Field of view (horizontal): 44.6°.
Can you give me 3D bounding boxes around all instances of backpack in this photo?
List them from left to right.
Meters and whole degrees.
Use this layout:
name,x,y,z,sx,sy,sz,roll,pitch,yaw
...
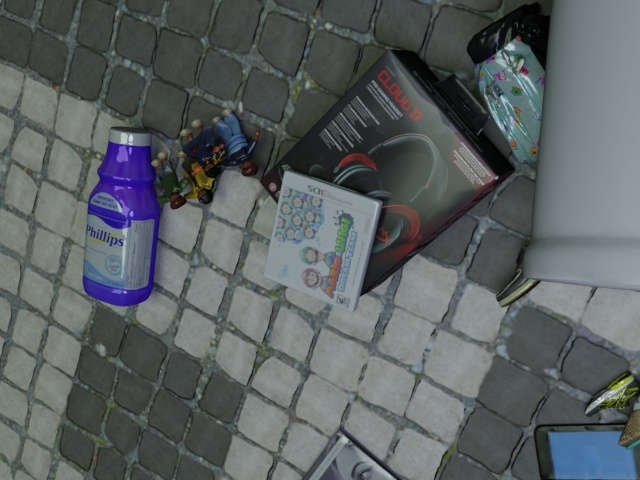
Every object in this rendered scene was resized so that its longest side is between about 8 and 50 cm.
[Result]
name,x,y,z,sx,sy,sz,roll,pitch,yaw
backpack,0.256,-0.187,0.954,0.115,0.152,0.182,-26,100,33

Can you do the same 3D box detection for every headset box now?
name,x,y,z,sx,sy,sz,roll,pitch,yaw
headset box,0.096,-0.097,1.051,0.293,0.110,0.218,-42,81,26

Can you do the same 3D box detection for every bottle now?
name,x,y,z,sx,sy,sz,roll,pitch,yaw
bottle,-0.319,-0.040,1.266,0.118,0.092,0.283,17,106,26

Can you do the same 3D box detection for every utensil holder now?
name,x,y,z,sx,sy,sz,roll,pitch,yaw
utensil holder,0.375,-0.139,0.763,0.327,0.327,0.386,3,87,25

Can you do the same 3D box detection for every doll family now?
name,x,y,z,sx,sy,sz,roll,pitch,yaw
doll family,-0.172,-0.114,1.193,0.193,0.076,0.111,-40,63,30

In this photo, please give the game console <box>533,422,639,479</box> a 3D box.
name,x,y,z,sx,sy,sz,roll,pitch,yaw
game console,0.355,0.317,1.028,0.144,0.124,0.085,-8,123,27

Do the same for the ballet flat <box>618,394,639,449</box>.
name,x,y,z,sx,sy,sz,roll,pitch,yaw
ballet flat,0.449,0.184,0.971,0.206,0.073,0.067,-37,72,18

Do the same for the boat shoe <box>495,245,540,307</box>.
name,x,y,z,sx,sy,sz,roll,pitch,yaw
boat shoe,0.283,0.025,1.024,0.152,0.056,0.049,-45,75,15

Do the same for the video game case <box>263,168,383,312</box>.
name,x,y,z,sx,sy,sz,roll,pitch,yaw
video game case,0.000,0.000,1.043,0.143,0.019,0.157,20,109,22

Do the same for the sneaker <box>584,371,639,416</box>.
name,x,y,z,sx,sy,sz,roll,pitch,yaw
sneaker,0.383,0.209,1.021,0.035,0.031,0.083,48,115,9

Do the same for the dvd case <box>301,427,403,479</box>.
name,x,y,z,sx,sy,sz,roll,pitch,yaw
dvd case,0.073,0.421,1.214,0.221,0.018,0.164,39,113,14
